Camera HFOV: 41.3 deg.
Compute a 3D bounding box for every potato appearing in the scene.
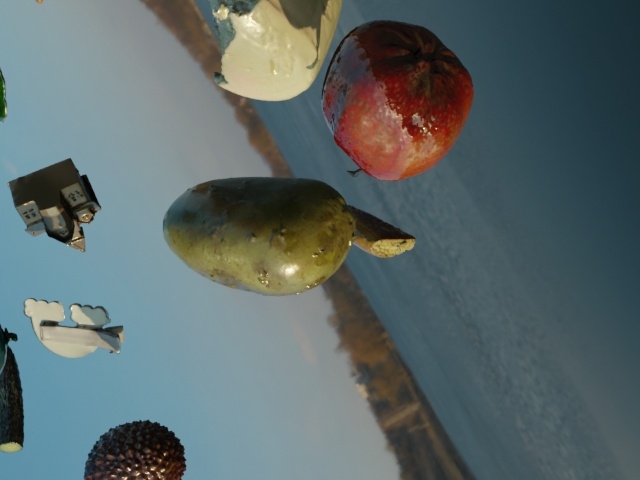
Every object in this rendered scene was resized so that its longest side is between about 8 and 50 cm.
[{"bbox_3d":[-0.099,-0.008,1.322,0.210,0.308,0.173,-65,-28,-43],"label":"potato"}]

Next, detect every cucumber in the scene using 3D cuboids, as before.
[{"bbox_3d":[-0.763,0.372,2.077,0.067,0.068,0.293,60,-168,-59],"label":"cucumber"}]

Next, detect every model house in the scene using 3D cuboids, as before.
[{"bbox_3d":[-0.622,-0.042,2.078,0.248,0.181,0.176,72,172,-46],"label":"model house"}]

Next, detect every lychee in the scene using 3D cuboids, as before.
[{"bbox_3d":[-0.334,0.417,1.569,0.188,0.188,0.188,61,180,0],"label":"lychee"}]

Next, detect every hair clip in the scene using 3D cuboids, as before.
[{"bbox_3d":[-0.533,0.199,1.837,0.054,0.220,0.140,-75,-10,-61],"label":"hair clip"}]

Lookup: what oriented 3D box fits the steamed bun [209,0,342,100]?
[{"bbox_3d":[-0.083,-0.299,1.122,0.200,0.170,0.225,50,-142,-33],"label":"steamed bun"}]

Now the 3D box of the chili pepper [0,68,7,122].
[{"bbox_3d":[-0.862,-0.320,1.949,0.099,0.270,0.136,51,135,26],"label":"chili pepper"}]

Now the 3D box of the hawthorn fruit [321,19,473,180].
[{"bbox_3d":[0.071,-0.134,0.907,0.157,0.157,0.194,61,147,26],"label":"hawthorn fruit"}]

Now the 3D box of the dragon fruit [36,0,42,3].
[{"bbox_3d":[-0.599,-0.583,1.793,0.112,0.126,0.068,35,177,-10],"label":"dragon fruit"}]

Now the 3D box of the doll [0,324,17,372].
[{"bbox_3d":[-0.714,0.210,1.537,0.198,0.322,0.186,41,132,41],"label":"doll"}]

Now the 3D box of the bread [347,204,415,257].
[{"bbox_3d":[0.089,-0.004,1.456,0.154,0.054,0.136,23,-166,-1],"label":"bread"}]
